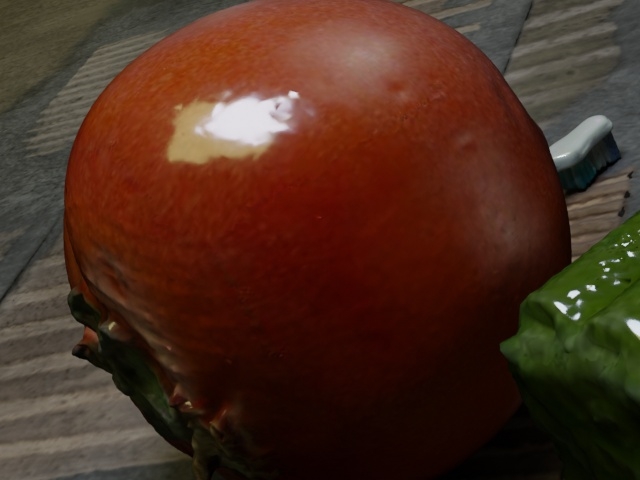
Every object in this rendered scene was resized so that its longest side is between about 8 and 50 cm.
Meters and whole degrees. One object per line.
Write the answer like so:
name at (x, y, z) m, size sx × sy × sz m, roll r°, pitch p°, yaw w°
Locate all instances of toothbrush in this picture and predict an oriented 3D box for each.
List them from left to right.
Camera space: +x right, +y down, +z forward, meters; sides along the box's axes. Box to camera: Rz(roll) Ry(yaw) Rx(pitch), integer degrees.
toothbrush at (0.080, 0.033, 1.095) m, size 0.418 × 0.040 × 0.042 m, roll -39°, pitch 30°, yaw -24°

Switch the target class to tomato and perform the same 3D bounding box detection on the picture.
tomato at (0.000, 0.000, 0.914) m, size 0.321 × 0.321 × 0.321 m, roll -21°, pitch 26°, yaw 11°

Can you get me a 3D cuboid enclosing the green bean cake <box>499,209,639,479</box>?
green bean cake at (0.221, 0.105, 0.588) m, size 0.156 × 0.250 × 0.247 m, roll -38°, pitch 29°, yaw -24°
